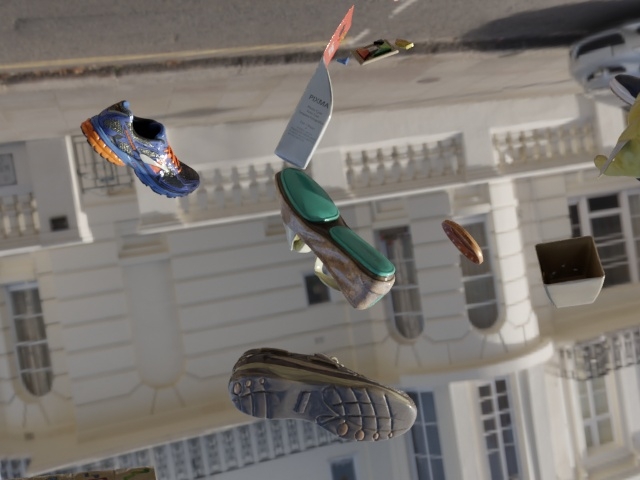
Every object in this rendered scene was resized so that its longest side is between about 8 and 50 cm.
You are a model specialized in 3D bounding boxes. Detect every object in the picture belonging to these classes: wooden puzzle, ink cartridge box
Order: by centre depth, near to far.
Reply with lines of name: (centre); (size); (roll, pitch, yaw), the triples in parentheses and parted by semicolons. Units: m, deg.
wooden puzzle: (0.091, -0.322, 1.140); (0.116, 0.014, 0.078); (-25, -145, -9)
ink cartridge box: (0.017, -0.370, 1.681); (0.091, 0.384, 0.308); (29, -171, -3)

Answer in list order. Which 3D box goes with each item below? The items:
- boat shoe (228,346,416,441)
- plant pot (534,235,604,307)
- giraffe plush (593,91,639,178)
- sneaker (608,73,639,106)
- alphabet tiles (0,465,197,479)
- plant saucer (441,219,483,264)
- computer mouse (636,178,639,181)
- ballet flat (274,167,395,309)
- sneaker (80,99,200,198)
boat shoe: (0.010, 0.266, 1.244); (0.356, 0.132, 0.130); (17, -151, -12)
plant pot: (0.481, 0.069, 1.296); (0.109, 0.096, 0.109); (-10, -137, 15)
giraffe plush: (0.453, -0.108, 0.790); (0.171, 0.210, 0.181); (36, 179, 3)
sneaker: (0.766, -0.321, 1.404); (0.282, 0.153, 0.099); (32, -140, 16)
alphabet tiles: (-0.310, 0.356, 0.828); (0.343, 0.011, 0.285); (1, -172, -20)
plant saucer: (0.213, 0.001, 1.003); (0.013, 0.083, 0.083); (-41, -175, -3)
computer mouse: (0.560, -0.098, 0.884); (0.072, 0.188, 0.272); (-27, -129, -21)
ballet flat: (0.000, 0.000, 1.164); (0.108, 0.106, 0.316); (-3, -138, -41)
sneaker: (-0.263, -0.139, 1.056); (0.087, 0.083, 0.221); (-39, 143, 14)
